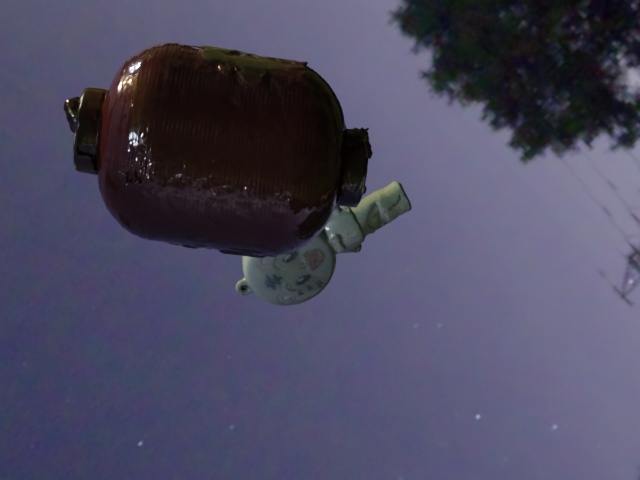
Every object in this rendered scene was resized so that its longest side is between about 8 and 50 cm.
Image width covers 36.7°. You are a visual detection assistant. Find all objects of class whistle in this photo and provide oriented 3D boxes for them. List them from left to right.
[{"bbox_3d":[0.000,0.000,1.272,0.126,0.258,0.067,59,-178,-34],"label":"whistle"}]

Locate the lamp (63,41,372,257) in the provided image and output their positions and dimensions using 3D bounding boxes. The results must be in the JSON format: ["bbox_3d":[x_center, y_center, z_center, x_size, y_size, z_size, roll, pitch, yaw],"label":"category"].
[{"bbox_3d":[-0.087,-0.078,0.825,0.258,0.180,0.180,8,-146,-5],"label":"lamp"}]
